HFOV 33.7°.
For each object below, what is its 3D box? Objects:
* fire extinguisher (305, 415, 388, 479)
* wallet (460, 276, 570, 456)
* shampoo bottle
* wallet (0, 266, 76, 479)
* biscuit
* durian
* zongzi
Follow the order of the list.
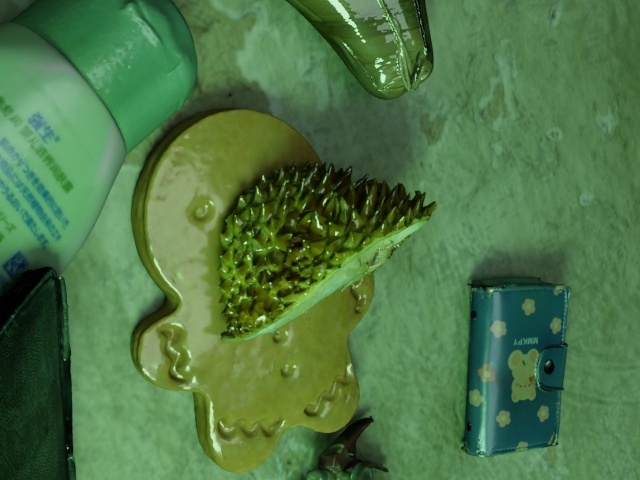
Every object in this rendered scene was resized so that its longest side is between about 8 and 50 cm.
[{"bbox_3d":[0.027,0.355,1.101,0.147,0.106,0.337,9,82,-60],"label":"fire extinguisher"},{"bbox_3d":[0.231,0.145,1.241,0.141,0.059,0.202,0,94,-35],"label":"wallet"},{"bbox_3d":[-0.247,-0.086,0.856,0.349,0.151,0.222,-46,112,-21],"label":"shampoo bottle"},{"bbox_3d":[-0.240,0.182,0.833,0.172,0.045,0.318,-68,165,-55],"label":"wallet"},{"bbox_3d":[-0.063,0.046,1.047,0.275,0.052,0.355,-15,103,-31],"label":"biscuit"},{"bbox_3d":[0.000,0.000,1.015,0.252,0.144,0.139,-35,149,-39],"label":"durian"},{"bbox_3d":[0.014,-0.223,1.052,0.197,0.099,0.195,-19,104,-20],"label":"zongzi"}]
